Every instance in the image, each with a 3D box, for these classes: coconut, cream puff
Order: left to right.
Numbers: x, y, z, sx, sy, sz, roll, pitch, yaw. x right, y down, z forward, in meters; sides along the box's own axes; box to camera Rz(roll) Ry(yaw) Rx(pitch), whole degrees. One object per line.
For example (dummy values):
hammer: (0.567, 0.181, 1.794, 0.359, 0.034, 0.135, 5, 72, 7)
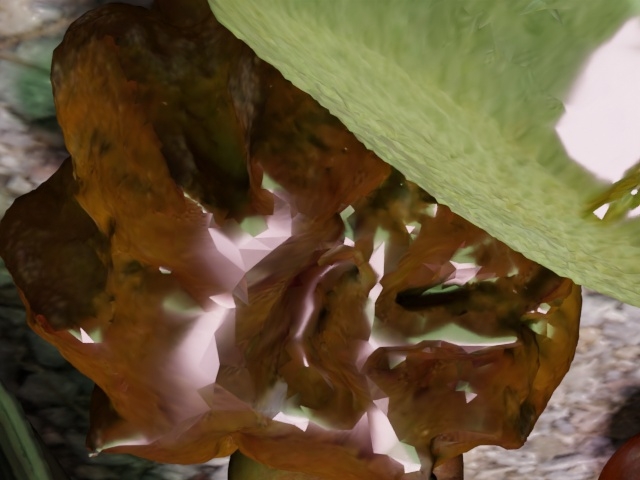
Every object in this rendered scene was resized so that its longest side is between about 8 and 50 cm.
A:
cream puff: (0.000, 0.000, 0.749, 0.269, 0.155, 0.241, 24, 127, -21)
coconut: (0.120, -0.149, 0.494, 0.328, 0.281, 0.328, -3, 99, -18)

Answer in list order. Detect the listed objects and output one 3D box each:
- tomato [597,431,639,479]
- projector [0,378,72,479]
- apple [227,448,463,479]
tomato: (0.223, 0.130, 0.981, 0.155, 0.069, 0.156, -1, 137, -1)
projector: (-0.199, 0.228, 0.858, 0.248, 0.248, 0.249, -27, 150, -6)
apple: (0.011, 0.117, 0.906, 0.126, 0.126, 0.102, 29, 154, -34)
